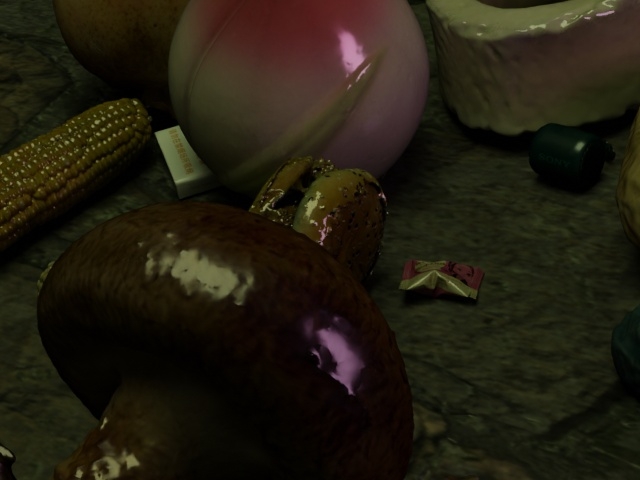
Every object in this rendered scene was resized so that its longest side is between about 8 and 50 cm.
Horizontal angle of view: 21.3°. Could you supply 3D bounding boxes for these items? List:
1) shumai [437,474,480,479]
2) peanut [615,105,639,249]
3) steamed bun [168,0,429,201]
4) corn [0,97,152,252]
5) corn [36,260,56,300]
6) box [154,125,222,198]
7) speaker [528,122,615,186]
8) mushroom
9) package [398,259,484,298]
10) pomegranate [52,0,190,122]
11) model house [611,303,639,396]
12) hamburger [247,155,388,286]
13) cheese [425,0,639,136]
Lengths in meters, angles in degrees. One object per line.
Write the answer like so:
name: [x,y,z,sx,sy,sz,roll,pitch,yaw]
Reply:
shumai: [0.123,0.292,1.299,0.175,0.166,0.206,25,56,6]
peanut: [0.387,-0.091,1.738,0.140,0.153,0.325,34,46,-3]
steamed bun: [-0.028,-0.208,1.868,0.309,0.309,0.309,-8,35,6]
corn: [-0.319,-0.071,1.974,0.313,0.102,0.102,-33,39,-33]
corn: [-0.199,0.109,1.681,0.097,0.097,0.320,-26,35,-19]
box: [-0.078,-0.121,2.021,0.220,0.032,0.122,-17,37,-8]
speaker: [0.280,-0.102,1.863,0.075,0.060,0.094,21,46,37]
mushroom: [-0.119,0.137,1.385,0.356,0.331,0.334,-26,12,-40]
package: [0.123,0.040,1.737,0.083,0.029,0.059,8,30,9]
pomegranate: [-0.187,-0.301,2.109,0.319,0.319,0.319,-8,35,6]
model house: [0.386,0.000,1.493,0.253,0.291,0.184,-25,41,-18]
hamburger: [0.000,0.000,1.719,0.113,0.185,0.177,5,76,29]
cheese: [0.294,-0.257,1.993,0.332,0.153,0.292,-15,31,-3]
